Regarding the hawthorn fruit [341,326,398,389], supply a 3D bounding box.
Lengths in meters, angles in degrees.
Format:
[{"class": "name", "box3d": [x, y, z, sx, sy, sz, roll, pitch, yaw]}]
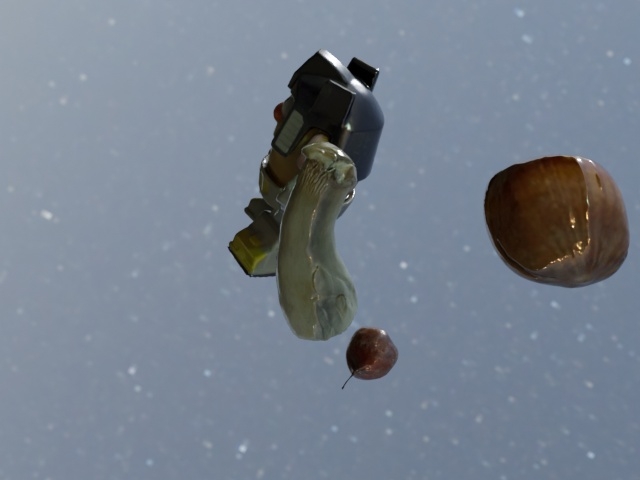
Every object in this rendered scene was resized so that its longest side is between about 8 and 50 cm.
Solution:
[{"class": "hawthorn fruit", "box3d": [0.053, 0.150, 1.804, 0.067, 0.067, 0.103, -37, 180, 41]}]

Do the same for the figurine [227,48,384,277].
[{"class": "figurine", "box3d": [-0.010, -0.100, 1.847, 0.308, 0.143, 0.308, -163, -90, -71]}]

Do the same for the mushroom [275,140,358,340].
[{"class": "mushroom", "box3d": [-0.004, -0.001, 1.617, 0.081, 0.092, 0.223, -69, 159, -73]}]

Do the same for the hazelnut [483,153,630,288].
[{"class": "hazelnut", "box3d": [0.245, -0.014, 1.504, 0.150, 0.150, 0.150, -45, -154, 29]}]
